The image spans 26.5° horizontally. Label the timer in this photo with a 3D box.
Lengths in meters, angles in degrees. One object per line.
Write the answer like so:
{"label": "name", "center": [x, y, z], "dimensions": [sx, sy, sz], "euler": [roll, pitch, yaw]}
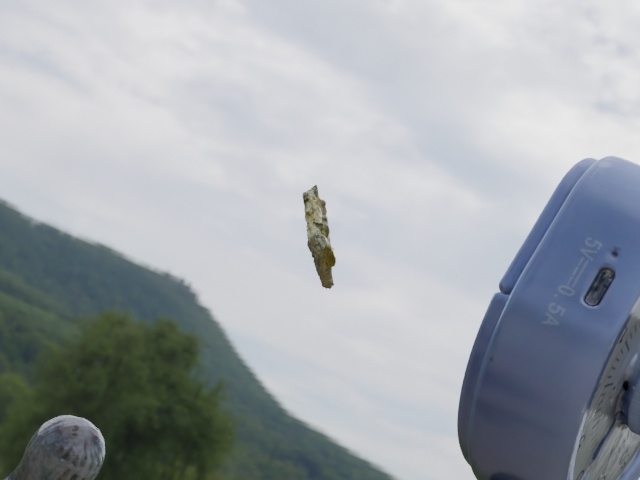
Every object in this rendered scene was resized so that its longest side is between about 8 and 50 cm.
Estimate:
{"label": "timer", "center": [0.291, 0.136, 1.395], "dimensions": [0.173, 0.395, 0.395], "euler": [25, -11, 27]}

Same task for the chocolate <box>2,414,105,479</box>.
{"label": "chocolate", "center": [-0.251, 0.224, 1.207], "dimensions": [0.072, 0.167, 0.072], "euler": [34, 19, -14]}

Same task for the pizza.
{"label": "pizza", "center": [0.000, 0.000, 1.537], "dimensions": [0.026, 0.123, 0.108], "euler": [-10, 6, 7]}
